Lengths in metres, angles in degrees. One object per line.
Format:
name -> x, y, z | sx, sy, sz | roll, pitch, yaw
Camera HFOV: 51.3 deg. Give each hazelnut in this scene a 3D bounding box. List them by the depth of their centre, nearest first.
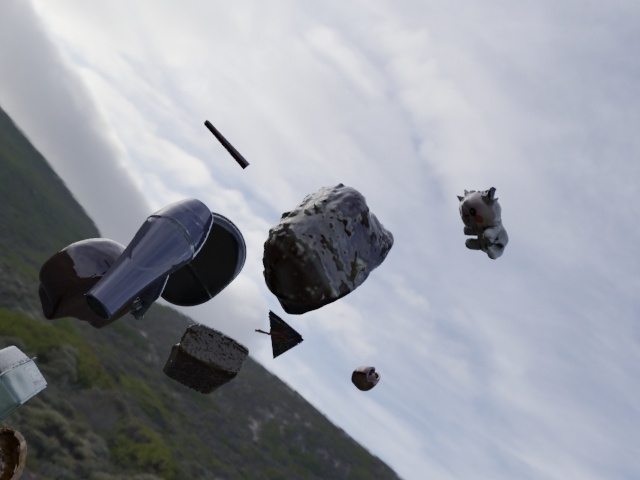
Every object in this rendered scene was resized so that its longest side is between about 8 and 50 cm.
hazelnut -> 0.135, 0.407, 1.984 | 0.086, 0.086, 0.086 | 37, -22, 17

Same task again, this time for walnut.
walnut -> -0.816, 0.574, 1.659 | 0.211, 0.167, 0.087 | -109, -161, -49

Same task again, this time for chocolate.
chocolate -> 0.000, 0.000, 1.611 | 0.225, 0.340, 0.210 | 31, -27, 52

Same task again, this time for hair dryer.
hair dryer -> -0.363, 0.092, 1.381 | 0.121, 0.301, 0.361 | 37, -36, 4

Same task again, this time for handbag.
handbag -> -0.370, 0.052, 1.989 | 0.254, 0.308, 0.093 | 50, -7, -12

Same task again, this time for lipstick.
lipstick -> -0.270, -0.277, 1.912 | 0.176, 0.027, 0.027 | 48, -21, -10

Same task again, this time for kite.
kite -> -0.143, 0.340, 2.324 | 0.183, 0.014, 0.241 | 12, -51, 10

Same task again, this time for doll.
doll -> 0.409, -0.047, 1.660 | 0.192, 0.095, 0.149 | 69, -13, -15

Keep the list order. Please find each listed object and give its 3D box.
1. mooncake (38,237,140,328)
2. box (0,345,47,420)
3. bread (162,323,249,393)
mooncake -> -0.706, 0.138, 2.068 | 0.174, 0.326, 0.334 | 56, -50, 22
box -> -0.907, 0.415, 1.841 | 0.166, 0.220, 0.290 | 53, -6, -3
bread -> -0.310, 0.315, 1.756 | 0.165, 0.113, 0.416 | 26, -23, -10
